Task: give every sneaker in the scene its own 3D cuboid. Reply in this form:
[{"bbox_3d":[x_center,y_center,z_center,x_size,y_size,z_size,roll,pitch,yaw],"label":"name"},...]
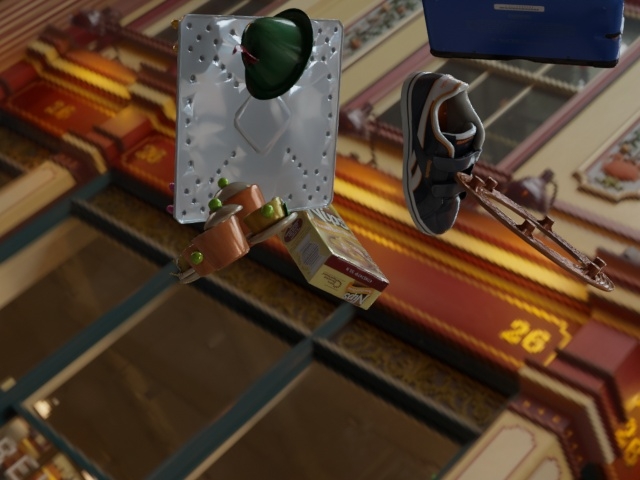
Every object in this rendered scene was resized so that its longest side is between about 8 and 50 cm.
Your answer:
[{"bbox_3d":[0.229,-0.151,1.905,0.127,0.126,0.321,15,-58,45],"label":"sneaker"}]

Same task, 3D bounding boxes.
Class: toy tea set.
[{"bbox_3d":[-0.153,-0.034,1.613,0.124,0.200,0.336,59,-16,-3],"label":"toy tea set"}]

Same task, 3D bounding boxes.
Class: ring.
[{"bbox_3d":[0.375,-0.025,1.773,0.336,0.032,0.336,34,14,-10],"label":"ring"}]

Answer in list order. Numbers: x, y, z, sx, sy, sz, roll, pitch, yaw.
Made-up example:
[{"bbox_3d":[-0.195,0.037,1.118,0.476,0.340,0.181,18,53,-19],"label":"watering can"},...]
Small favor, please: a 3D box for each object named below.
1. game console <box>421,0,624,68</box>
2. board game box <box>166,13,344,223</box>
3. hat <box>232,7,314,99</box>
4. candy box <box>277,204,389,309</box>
[{"bbox_3d":[0.322,-0.370,1.587,0.293,0.173,0.250,6,-25,15],"label":"game console"},{"bbox_3d":[-0.127,-0.244,2.023,0.050,0.390,0.390,19,-69,47],"label":"board game box"},{"bbox_3d":[-0.128,-0.350,1.751,0.183,0.173,0.208,18,-14,-41],"label":"hat"},{"bbox_3d":[0.000,0.000,2.206,0.183,0.087,0.316,28,19,-39],"label":"candy box"}]
